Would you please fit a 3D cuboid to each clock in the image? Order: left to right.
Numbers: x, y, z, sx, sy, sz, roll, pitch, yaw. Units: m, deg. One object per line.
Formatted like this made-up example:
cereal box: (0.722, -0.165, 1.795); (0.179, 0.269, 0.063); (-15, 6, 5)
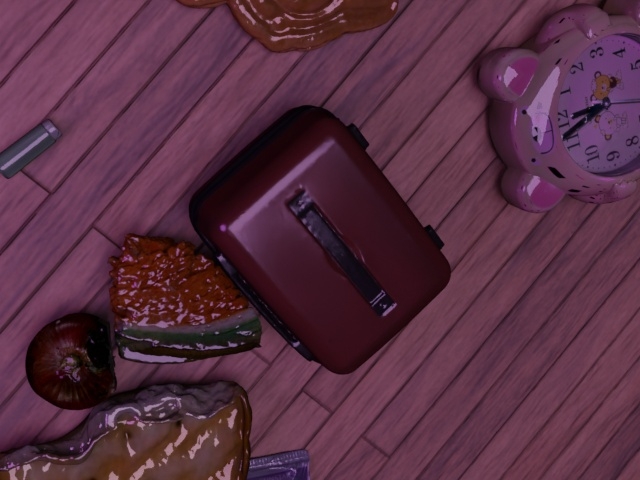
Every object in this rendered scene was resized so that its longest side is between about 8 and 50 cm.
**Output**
clock: (0.383, -0.189, 1.258); (0.309, 0.114, 0.284); (-21, 110, -13)

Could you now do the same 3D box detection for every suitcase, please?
suitcase: (0.000, 0.000, 1.136); (0.236, 0.161, 0.297); (-42, 114, -5)

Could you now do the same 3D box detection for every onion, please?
onion: (-0.302, 0.148, 1.094); (0.118, 0.118, 0.117); (-9, 72, -18)

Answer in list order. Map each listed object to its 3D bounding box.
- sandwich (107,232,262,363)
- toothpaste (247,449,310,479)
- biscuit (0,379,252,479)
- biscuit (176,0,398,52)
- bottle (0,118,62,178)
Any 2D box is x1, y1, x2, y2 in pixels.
sandwich: (-0.174, 0.074, 1.129); (0.184, 0.109, 0.160); (-1, 83, -18)
toothpaste: (-0.059, 0.451, 1.278); (0.114, 0.073, 0.299); (-6, 97, -19)
biscuit: (-0.257, 0.301, 1.164); (0.335, 0.078, 0.329); (21, 98, -23)
biscuit: (-0.017, -0.370, 1.103); (0.376, 0.051, 0.269); (-11, 108, -18)
bottle: (-0.343, -0.108, 1.054); (0.083, 0.030, 0.030); (-40, 113, -8)
